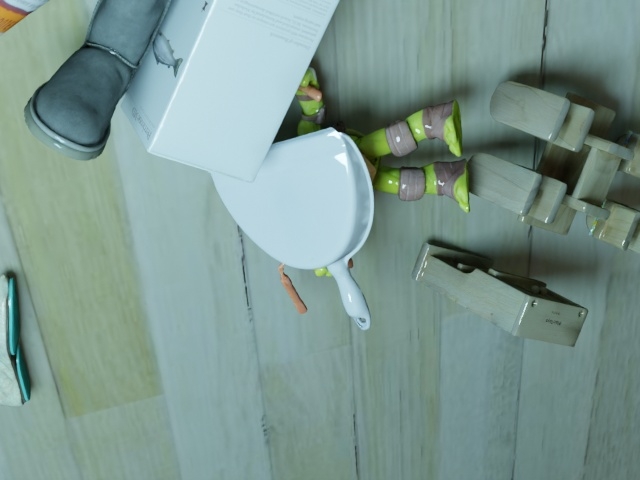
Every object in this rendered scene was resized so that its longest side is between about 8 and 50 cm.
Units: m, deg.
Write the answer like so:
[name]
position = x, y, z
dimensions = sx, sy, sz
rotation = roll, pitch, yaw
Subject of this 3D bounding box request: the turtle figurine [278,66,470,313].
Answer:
[turtle figurine]
position = 0.033, -0.059, 1.114
dimensions = 0.217, 0.087, 0.270
rotation = -5, 114, 11

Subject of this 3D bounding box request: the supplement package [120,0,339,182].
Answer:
[supplement package]
position = -0.080, -0.158, 0.976
dimensions = 0.105, 0.105, 0.179
rotation = 15, 110, -31

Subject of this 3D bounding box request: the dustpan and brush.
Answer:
[dustpan and brush]
position = 0.000, 0.000, 1.073
dimensions = 0.147, 0.060, 0.211
rotation = -13, 106, 27

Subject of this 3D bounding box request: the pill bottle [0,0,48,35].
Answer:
[pill bottle]
position = -0.145, -0.326, 0.756
dimensions = 0.392, 0.224, 0.224
rotation = -34, 131, 7

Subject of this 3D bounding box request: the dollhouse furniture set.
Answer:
[dollhouse furniture set]
position = 0.222, -0.036, 1.199
dimensions = 0.212, 0.161, 0.242
rotation = 14, 101, -39

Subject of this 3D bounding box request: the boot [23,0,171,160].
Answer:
[boot]
position = -0.149, -0.184, 0.903
dimensions = 0.076, 0.190, 0.208
rotation = 30, 119, -18

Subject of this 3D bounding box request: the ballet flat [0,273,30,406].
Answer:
[ballet flat]
position = -0.321, 0.105, 1.135
dimensions = 0.052, 0.057, 0.168
rotation = -2, 127, -8
